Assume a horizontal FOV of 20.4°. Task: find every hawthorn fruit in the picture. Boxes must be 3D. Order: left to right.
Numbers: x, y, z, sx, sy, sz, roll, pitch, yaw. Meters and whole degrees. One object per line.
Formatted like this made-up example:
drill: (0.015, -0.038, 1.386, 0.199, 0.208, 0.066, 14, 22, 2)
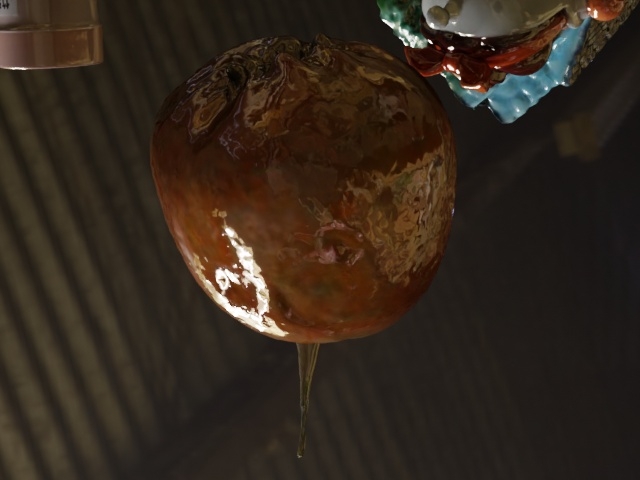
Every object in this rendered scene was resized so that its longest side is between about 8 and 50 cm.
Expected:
hawthorn fruit: (-0.005, -0.017, 0.848, 0.149, 0.149, 0.189, -80, -11, -44)

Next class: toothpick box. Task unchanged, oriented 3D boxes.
toothpick box: (-0.251, -0.235, 1.621, 0.098, 0.098, 0.149, -27, -63, -67)

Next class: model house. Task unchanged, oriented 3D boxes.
model house: (0.224, -0.285, 1.723, 0.226, 0.241, 0.261, 49, -135, -9)

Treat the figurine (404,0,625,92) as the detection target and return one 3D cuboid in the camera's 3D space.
figurine: (0.162, -0.207, 1.432, 0.226, 0.183, 0.160, -55, -24, -21)
